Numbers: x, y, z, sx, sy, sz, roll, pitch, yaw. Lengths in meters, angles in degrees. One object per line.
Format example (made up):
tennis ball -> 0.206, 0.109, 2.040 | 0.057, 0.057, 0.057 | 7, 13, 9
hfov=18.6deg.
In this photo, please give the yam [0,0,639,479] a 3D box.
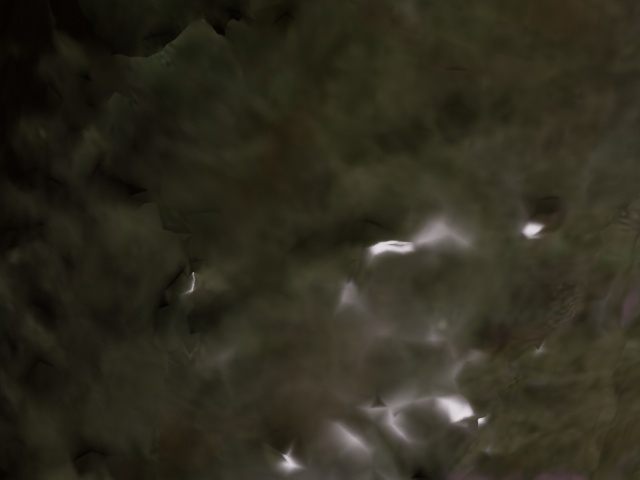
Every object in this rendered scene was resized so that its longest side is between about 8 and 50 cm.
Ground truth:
yam -> 0.000, 0.000, 0.440 | 0.195, 0.195, 0.300 | -42, 157, -57
